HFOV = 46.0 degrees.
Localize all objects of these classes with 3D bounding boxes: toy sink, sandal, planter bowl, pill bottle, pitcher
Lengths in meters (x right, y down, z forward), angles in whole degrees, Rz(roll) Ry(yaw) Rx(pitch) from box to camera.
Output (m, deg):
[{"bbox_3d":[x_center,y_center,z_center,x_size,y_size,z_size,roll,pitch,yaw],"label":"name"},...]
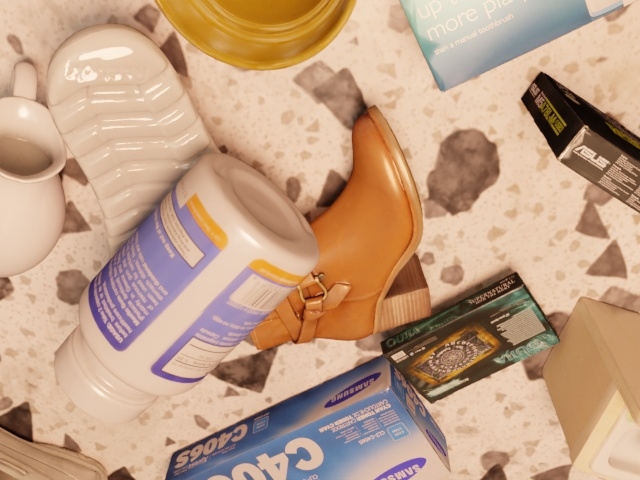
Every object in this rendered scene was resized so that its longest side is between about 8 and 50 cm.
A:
[{"bbox_3d":[0.363,0.193,0.847,0.152,0.234,0.131,16,116,-6],"label":"toy sink"},{"bbox_3d":[-0.169,-0.053,0.826,0.169,0.102,0.416,-16,133,-10],"label":"sandal"},{"bbox_3d":[-0.054,-0.278,0.703,0.217,0.090,0.217,10,125,14],"label":"planter bowl"},{"bbox_3d":[-0.142,0.057,0.754,0.152,0.152,0.272,40,109,-16],"label":"pill bottle"},{"bbox_3d":[-0.334,-0.071,0.815,0.125,0.178,0.207,9,142,-25],"label":"pitcher"}]

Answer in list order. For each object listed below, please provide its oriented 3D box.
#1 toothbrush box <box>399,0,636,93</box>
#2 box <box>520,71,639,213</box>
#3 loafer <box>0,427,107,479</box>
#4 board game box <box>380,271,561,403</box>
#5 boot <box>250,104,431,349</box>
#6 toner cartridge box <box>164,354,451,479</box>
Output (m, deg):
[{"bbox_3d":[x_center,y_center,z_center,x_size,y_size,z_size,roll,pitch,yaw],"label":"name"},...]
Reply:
[{"bbox_3d":[0.141,-0.319,0.666,0.216,0.126,0.296,-23,112,13],"label":"toothbrush box"},{"bbox_3d":[0.297,-0.079,0.743,0.190,0.184,0.045,31,113,-11],"label":"box"},{"bbox_3d":[-0.451,0.316,1.015,0.319,0.111,0.112,16,116,-5],"label":"loafer"},{"bbox_3d":[0.183,0.124,0.920,0.186,0.026,0.126,-29,128,16],"label":"board game box"},{"bbox_3d":[0.000,0.000,0.839,0.220,0.109,0.284,-12,129,0],"label":"boot"},{"bbox_3d":[-0.020,0.298,1.006,0.347,0.075,0.165,-28,113,15],"label":"toner cartridge box"}]
